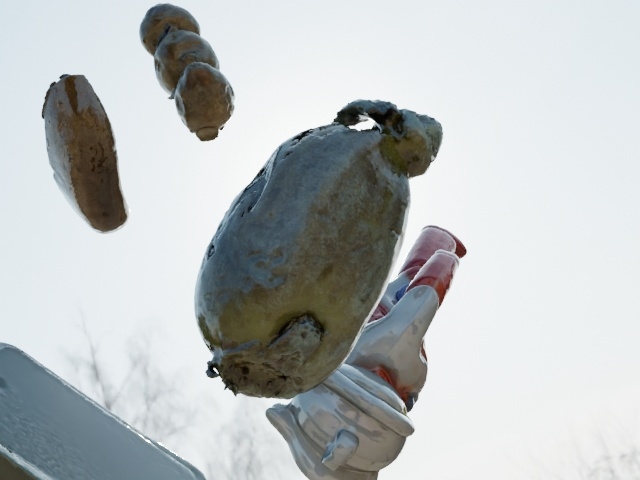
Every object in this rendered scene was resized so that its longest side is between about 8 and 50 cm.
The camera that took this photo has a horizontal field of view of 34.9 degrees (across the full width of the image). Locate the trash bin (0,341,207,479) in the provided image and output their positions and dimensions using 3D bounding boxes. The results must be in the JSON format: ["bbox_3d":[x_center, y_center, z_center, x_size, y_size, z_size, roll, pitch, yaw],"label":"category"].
[{"bbox_3d":[-0.207,0.208,0.605,0.240,0.164,0.122,-54,-1,10],"label":"trash bin"}]

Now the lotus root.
[{"bbox_3d":[-0.002,-0.001,0.464,0.088,0.165,0.088,25,-21,11],"label":"lotus root"}]

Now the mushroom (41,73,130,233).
[{"bbox_3d":[-0.274,-0.088,1.211,0.072,0.094,0.210,-29,-48,-30],"label":"mushroom"}]

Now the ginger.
[{"bbox_3d":[-0.165,-0.218,1.267,0.080,0.204,0.104,-20,-38,-13],"label":"ginger"}]

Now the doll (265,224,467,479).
[{"bbox_3d":[0.052,0.095,0.862,0.188,0.099,0.384,-60,-6,21],"label":"doll"}]
